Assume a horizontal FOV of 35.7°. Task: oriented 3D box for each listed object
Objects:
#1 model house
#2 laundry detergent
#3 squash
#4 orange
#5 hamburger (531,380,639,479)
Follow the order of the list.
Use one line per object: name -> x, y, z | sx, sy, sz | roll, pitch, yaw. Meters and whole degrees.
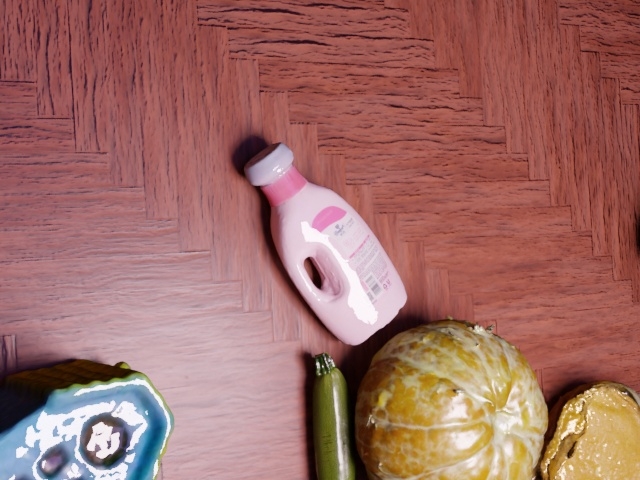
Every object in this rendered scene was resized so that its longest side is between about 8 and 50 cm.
model house -> -0.340, 0.266, 1.277 | 0.303, 0.237, 0.215 | -43, 110, -26
laundry detergent -> 0.000, 0.000, 1.568 | 0.159, 0.088, 0.335 | -43, 107, -24
squash -> 0.021, 0.301, 1.575 | 0.066, 0.066, 0.252 | -2, 89, -30
orange -> 0.208, 0.288, 1.577 | 0.329, 0.249, 0.329 | 6, 79, -32
hamburger -> 0.500, 0.398, 1.793 | 0.319, 0.158, 0.318 | 1, 88, -29
